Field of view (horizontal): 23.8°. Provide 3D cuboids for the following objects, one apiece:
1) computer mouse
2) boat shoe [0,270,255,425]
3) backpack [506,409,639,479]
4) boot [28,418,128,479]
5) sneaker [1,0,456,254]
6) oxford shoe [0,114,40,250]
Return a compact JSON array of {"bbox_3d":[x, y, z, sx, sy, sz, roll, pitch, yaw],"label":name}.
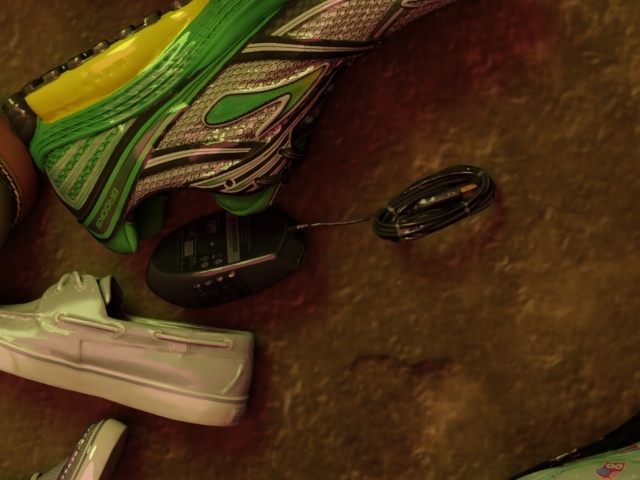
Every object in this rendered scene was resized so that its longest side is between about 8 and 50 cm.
[{"bbox_3d":[0.000,0.000,1.016,0.242,0.071,0.041,-13,126,8],"label":"computer mouse"},{"bbox_3d":[-0.153,0.062,1.042,0.227,0.079,0.081,15,91,3],"label":"boat shoe"},{"bbox_3d":[0.183,0.197,0.969,0.182,0.115,0.152,-15,95,14],"label":"backpack"},{"bbox_3d":[-0.210,0.193,1.063,0.086,0.069,0.190,29,102,4],"label":"boot"},{"bbox_3d":[-0.030,-0.108,0.983,0.343,0.134,0.146,-27,97,21],"label":"sneaker"},{"bbox_3d":[-0.332,-0.099,0.962,0.348,0.130,0.123,40,126,-18],"label":"oxford shoe"}]
